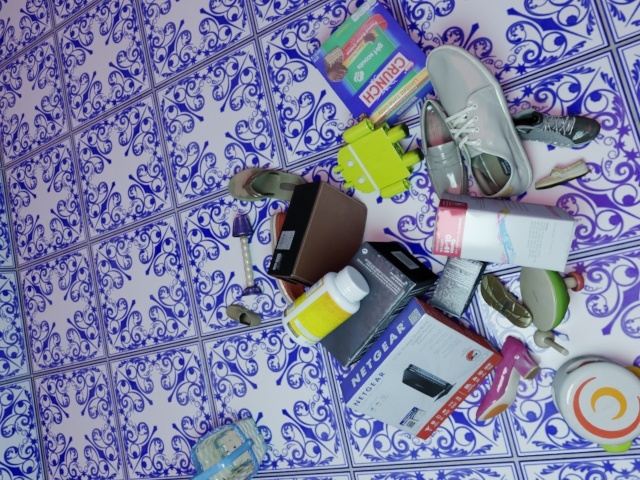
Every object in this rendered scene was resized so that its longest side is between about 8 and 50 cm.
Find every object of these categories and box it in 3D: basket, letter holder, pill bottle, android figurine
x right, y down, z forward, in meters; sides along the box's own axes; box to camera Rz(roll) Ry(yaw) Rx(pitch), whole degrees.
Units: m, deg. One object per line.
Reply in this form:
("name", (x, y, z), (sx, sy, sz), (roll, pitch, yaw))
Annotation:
("basket", (-0.315, 0.713, 1.544), (0.254, 0.289, 0.201), (-37, 74, 21))
("letter holder", (0.000, 0.000, 1.477), (0.152, 0.214, 0.302), (-2, 68, 55))
("pill bottle", (0.014, 0.159, 1.171), (0.215, 0.117, 0.117), (-41, 73, 20))
("android figurine", (0.160, -0.236, 1.412), (0.272, 0.056, 0.248), (-20, 114, 36))

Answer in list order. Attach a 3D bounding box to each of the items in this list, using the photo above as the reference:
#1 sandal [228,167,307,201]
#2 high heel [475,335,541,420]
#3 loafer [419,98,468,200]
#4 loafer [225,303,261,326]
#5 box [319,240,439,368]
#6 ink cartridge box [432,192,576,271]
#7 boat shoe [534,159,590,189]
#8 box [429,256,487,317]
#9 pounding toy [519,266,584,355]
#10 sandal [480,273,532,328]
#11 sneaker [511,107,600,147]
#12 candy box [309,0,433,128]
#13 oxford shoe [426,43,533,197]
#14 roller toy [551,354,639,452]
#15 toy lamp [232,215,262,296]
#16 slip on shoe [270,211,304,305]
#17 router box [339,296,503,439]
("sandal", (-0.189, -0.193, 1.619), (0.302, 0.086, 0.120), (3, 90, 26))
("high heel", (0.485, 0.381, 1.306), (0.244, 0.082, 0.117), (-63, 34, 26))
("loafer", (0.342, -0.245, 1.353), (0.111, 0.111, 0.320), (-17, 82, 24))
("loafer", (-0.277, 0.262, 1.670), (0.147, 0.050, 0.056), (12, 94, 25))
("box", (0.145, 0.165, 1.335), (0.182, 0.296, 0.294), (41, 105, 20))
("ink cartridge box", (0.447, -0.029, 1.204), (0.306, 0.226, 0.131), (10, 106, 15))
("boat shoe", (0.629, -0.172, 1.253), (0.135, 0.050, 0.045), (-19, 77, 14))
("box", (0.381, 0.108, 1.297), (0.093, 0.156, 0.158), (25, 104, 22))
("pounding toy", (0.603, 0.158, 1.209), (0.110, 0.183, 0.237), (-9, 85, -1))
("sandal", (0.506, 0.166, 1.296), (0.180, 0.049, 0.072), (50, 123, 37))
("sneaker", (0.592, -0.293, 1.224), (0.228, 0.132, 0.086), (7, 91, 26))
("candy box", (0.162, -0.518, 1.441), (0.268, 0.122, 0.317), (-40, 74, 19))
("oxford shoe", (0.402, -0.304, 1.246), (0.450, 0.130, 0.169), (61, 152, -3))
("roller toy", (0.675, 0.379, 1.161), (0.191, 0.146, 0.210), (25, 93, 15))
("toy lamp", (-0.257, 0.053, 1.651), (0.080, 0.080, 0.275), (-14, 83, 25))
("slip on shoe", (-0.090, 0.063, 1.554), (0.101, 0.123, 0.332), (-12, 79, 21))
("router box", (0.269, 0.357, 1.289), (0.301, 0.082, 0.336), (30, 107, -23))
